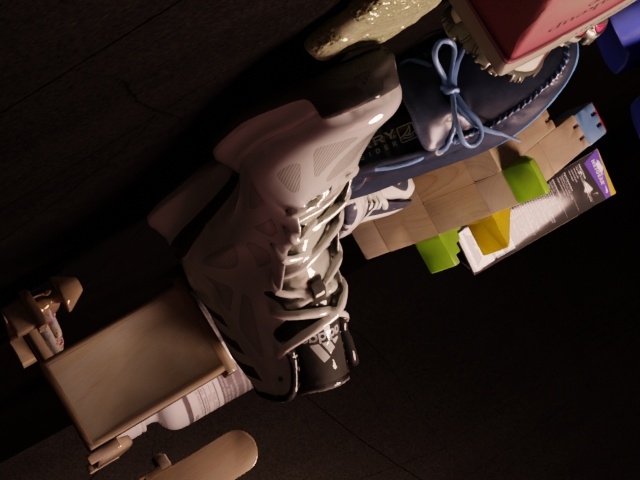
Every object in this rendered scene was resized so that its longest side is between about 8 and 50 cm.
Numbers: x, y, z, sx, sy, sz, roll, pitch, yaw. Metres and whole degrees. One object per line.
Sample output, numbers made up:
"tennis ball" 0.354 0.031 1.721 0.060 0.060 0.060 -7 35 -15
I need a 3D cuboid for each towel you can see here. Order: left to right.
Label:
"towel" 0.058 -0.195 1.454 0.110 0.027 0.148 -35 172 34

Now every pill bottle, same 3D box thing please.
"pill bottle" -0.194 0.174 2.579 0.318 0.176 0.176 -29 174 -15

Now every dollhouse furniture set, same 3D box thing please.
"dollhouse furniture set" -0.204 0.173 1.916 0.174 0.303 0.355 -30 175 -13

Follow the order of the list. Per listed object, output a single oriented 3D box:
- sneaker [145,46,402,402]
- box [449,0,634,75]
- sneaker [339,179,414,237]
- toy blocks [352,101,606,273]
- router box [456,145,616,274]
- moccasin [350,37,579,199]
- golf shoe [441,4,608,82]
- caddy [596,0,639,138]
"sneaker" 0.001 0.000 1.622 0.169 0.257 0.447 -26 174 -28
"box" 0.178 -0.232 1.243 0.148 0.127 0.232 -30 174 -8
"sneaker" 0.056 -0.069 2.183 0.153 0.094 0.235 -30 174 -12
"toy blocks" 0.210 -0.105 2.349 0.381 0.191 0.261 -21 -169 45
"router box" 0.262 -0.078 2.560 0.243 0.081 0.309 -30 -159 -6
"moccasin" 0.112 -0.126 1.784 0.342 0.138 0.117 -33 169 17
"golf shoe" 0.209 -0.235 1.625 0.273 0.105 0.120 -32 162 -52
"caddy" 0.440 -0.225 2.027 0.179 0.241 0.341 -25 175 6
